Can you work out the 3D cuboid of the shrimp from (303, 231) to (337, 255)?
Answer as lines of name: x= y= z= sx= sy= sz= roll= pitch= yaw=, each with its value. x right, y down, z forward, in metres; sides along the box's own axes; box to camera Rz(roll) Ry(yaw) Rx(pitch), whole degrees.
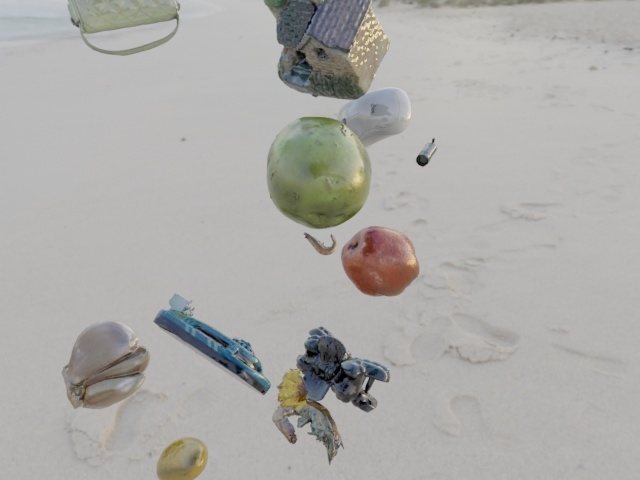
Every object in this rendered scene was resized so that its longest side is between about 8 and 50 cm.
shrimp: x=0.000 y=0.000 z=1.913 sx=0.127 sy=0.025 sz=0.091 roll=35 pitch=58 yaw=11

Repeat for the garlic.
garlic: x=-0.688 y=0.394 z=1.789 sx=0.325 sy=0.279 sz=0.132 roll=-30 pitch=-18 yaw=4

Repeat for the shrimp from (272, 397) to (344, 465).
shrimp: x=-0.036 y=0.485 z=1.434 sx=0.173 sy=0.058 sz=0.253 roll=8 pitch=15 yaw=-15

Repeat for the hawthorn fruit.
hawthorn fruit: x=0.139 y=0.052 z=1.316 sx=0.189 sy=0.189 sz=0.189 roll=4 pitch=23 yaw=-2

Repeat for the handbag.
handbag: x=-0.455 y=-0.546 z=1.286 sx=0.256 sy=0.219 sz=0.079 roll=-21 pitch=-1 yaw=-24

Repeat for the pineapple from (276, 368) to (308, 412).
pineapple: x=-0.056 y=0.384 z=1.364 sx=0.077 sy=0.114 sz=0.114 roll=-2 pitch=36 yaw=18

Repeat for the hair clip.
hair clip: x=0.047 y=0.389 z=1.665 sx=0.310 sy=0.194 sz=0.206 roll=26 pitch=0 yaw=34

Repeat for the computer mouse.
computer mouse: x=0.164 y=-0.414 z=1.874 sx=0.297 sy=0.184 sz=0.121 roll=-7 pitch=-8 yaw=33

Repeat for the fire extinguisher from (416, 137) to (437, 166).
fire extinguisher: x=0.212 y=-0.171 z=1.086 sx=0.025 sy=0.038 sz=0.083 roll=12 pitch=37 yaw=22

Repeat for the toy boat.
toy boat: x=-0.228 y=0.233 z=1.244 sx=0.299 sy=0.134 sz=0.092 roll=31 pitch=67 yaw=8

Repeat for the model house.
model house: x=-0.009 y=-0.561 z=1.461 sx=0.299 sy=0.243 sz=0.284 roll=20 pitch=-14 yaw=28

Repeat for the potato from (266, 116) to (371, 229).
potato: x=-0.005 y=-0.144 z=1.123 sx=0.216 sy=0.215 sz=0.304 roll=1 pitch=26 yaw=-9

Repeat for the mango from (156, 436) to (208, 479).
mango: x=-0.365 y=0.597 z=1.477 sx=0.195 sy=0.098 sz=0.137 roll=-16 pitch=29 yaw=54
